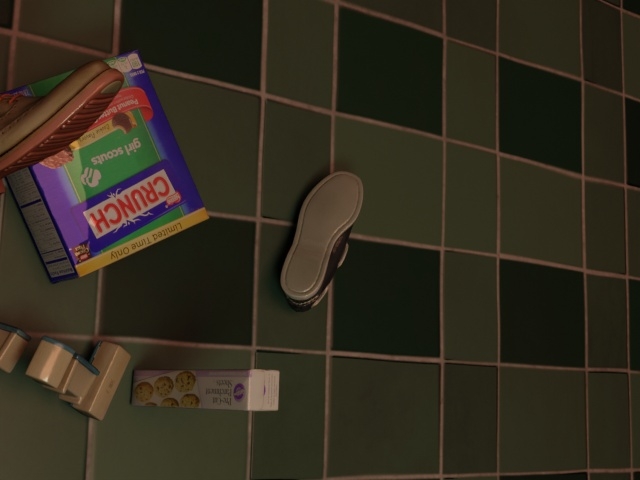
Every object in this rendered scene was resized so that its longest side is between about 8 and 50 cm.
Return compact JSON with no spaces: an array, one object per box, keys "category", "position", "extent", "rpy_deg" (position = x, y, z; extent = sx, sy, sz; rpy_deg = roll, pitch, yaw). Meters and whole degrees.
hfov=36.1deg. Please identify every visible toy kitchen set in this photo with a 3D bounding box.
[{"category":"toy kitchen set","position":[-0.439,0.185,1.594],"extent":[0.207,0.166,0.122],"rpy_deg":[65,43,-59]}]

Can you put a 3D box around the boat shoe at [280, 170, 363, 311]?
[{"category":"boat shoe","position":[0.000,0.000,1.942],"extent":[0.114,0.091,0.302],"rpy_deg":[23,64,14]}]

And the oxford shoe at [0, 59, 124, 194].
[{"category":"oxford shoe","position":[-0.471,-0.167,1.446],"extent":[0.146,0.397,0.140],"rpy_deg":[58,11,-1]}]

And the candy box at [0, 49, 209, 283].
[{"category":"candy box","position":[-0.376,-0.124,1.645],"extent":[0.268,0.122,0.317],"rpy_deg":[-28,102,-36]}]

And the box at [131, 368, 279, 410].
[{"category":"box","position":[-0.195,0.243,1.606],"extent":[0.063,0.324,0.067],"rpy_deg":[10,79,-43]}]
